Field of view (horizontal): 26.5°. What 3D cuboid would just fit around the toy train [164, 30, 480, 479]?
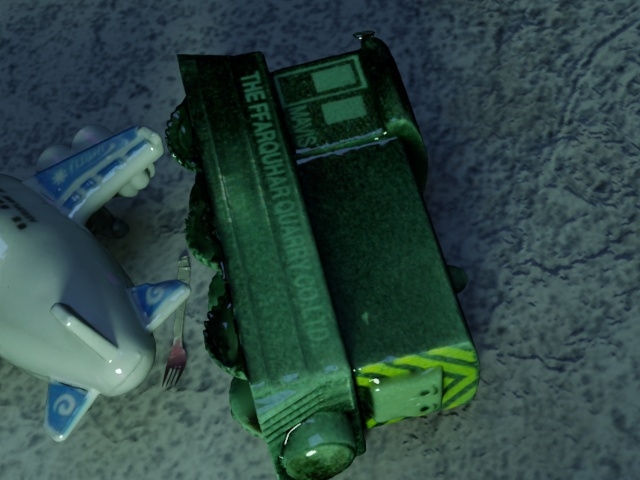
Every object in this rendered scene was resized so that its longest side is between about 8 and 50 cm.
[{"bbox_3d":[0.000,0.000,0.917,0.178,0.138,0.330,-14,55,-3],"label":"toy train"}]

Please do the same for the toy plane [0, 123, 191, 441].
[{"bbox_3d":[-0.199,0.028,0.926,0.267,0.122,0.267,-17,50,21],"label":"toy plane"}]

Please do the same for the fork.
[{"bbox_3d":[-0.101,0.058,0.973,0.016,0.012,0.115,-3,51,5],"label":"fork"}]
